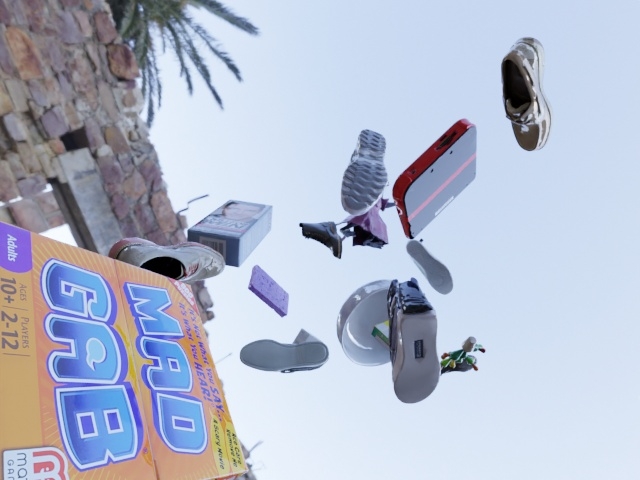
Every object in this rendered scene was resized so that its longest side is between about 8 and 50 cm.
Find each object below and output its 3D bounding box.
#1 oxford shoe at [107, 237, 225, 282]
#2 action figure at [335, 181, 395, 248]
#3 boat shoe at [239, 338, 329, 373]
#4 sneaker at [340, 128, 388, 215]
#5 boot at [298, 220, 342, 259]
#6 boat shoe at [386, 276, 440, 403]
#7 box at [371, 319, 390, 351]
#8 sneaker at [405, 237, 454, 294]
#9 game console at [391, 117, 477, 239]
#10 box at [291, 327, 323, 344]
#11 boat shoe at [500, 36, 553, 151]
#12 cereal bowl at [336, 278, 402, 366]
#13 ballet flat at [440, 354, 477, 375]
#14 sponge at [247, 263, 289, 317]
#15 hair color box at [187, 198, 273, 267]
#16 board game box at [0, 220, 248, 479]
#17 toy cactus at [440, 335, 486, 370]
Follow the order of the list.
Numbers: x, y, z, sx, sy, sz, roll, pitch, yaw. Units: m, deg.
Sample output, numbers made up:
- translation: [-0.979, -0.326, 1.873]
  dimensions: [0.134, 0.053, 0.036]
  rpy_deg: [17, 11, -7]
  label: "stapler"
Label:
- translation: [-0.383, 0.078, 1.140]
  dimensions: [0.130, 0.348, 0.123]
  rpy_deg: [28, -77, 34]
  label: "oxford shoe"
- translation: [0.204, -0.137, 1.775]
  dimensions: [0.275, 0.371, 0.248]
  rpy_deg: [-10, -38, 33]
  label: "action figure"
- translation: [-0.122, 0.403, 1.431]
  dimensions: [0.302, 0.115, 0.091]
  rpy_deg: [4, -33, -1]
  label: "boat shoe"
- translation: [0.108, -0.151, 1.039]
  dimensions: [0.105, 0.282, 0.115]
  rpy_deg: [20, -41, 0]
  label: "sneaker"
- translation: [0.000, 0.000, 1.562]
  dimensions: [0.198, 0.136, 0.077]
  rpy_deg: [-112, -153, -54]
  label: "boot"
- translation: [0.235, 0.256, 1.092]
  dimensions: [0.158, 0.127, 0.341]
  rpy_deg: [-97, -176, -59]
  label: "boat shoe"
- translation: [0.264, 0.300, 1.367]
  dimensions: [0.105, 0.179, 0.043]
  rpy_deg: [40, -52, 39]
  label: "box"
- translation: [0.433, 0.092, 1.668]
  dimensions: [0.094, 0.151, 0.256]
  rpy_deg: [-38, -89, 11]
  label: "sneaker"
- translation: [0.422, -0.215, 1.517]
  dimensions: [0.060, 0.386, 0.342]
  rpy_deg: [42, -9, 32]
  label: "game console"
- translation: [-0.060, 0.468, 1.889]
  dimensions: [0.087, 0.102, 0.101]
  rpy_deg: [37, -10, -23]
  label: "box"
- translation: [0.570, -0.386, 1.193]
  dimensions: [0.121, 0.110, 0.341]
  rpy_deg: [23, -29, 50]
  label: "boat shoe"
- translation: [0.204, 0.285, 1.540]
  dimensions: [0.141, 0.338, 0.339]
  rpy_deg: [-131, -150, -59]
  label: "cereal bowl"
- translation: [0.595, 0.570, 1.916]
  dimensions: [0.058, 0.249, 0.084]
  rpy_deg: [-150, -133, -77]
  label: "ballet flat"
- translation: [-0.197, 0.198, 1.631]
  dimensions: [0.031, 0.117, 0.210]
  rpy_deg: [-27, -55, 22]
  label: "sponge"
- translation: [-0.315, -0.038, 1.526]
  dimensions: [0.185, 0.374, 0.114]
  rpy_deg: [9, -68, 7]
  label: "hair color box"
- translation: [-0.396, 0.262, 0.614]
  dimensions: [0.356, 0.356, 0.357]
  rpy_deg: [-37, -123, 12]
  label: "board game box"
- translation: [0.586, 0.458, 1.700]
  dimensions: [0.181, 0.218, 0.112]
  rpy_deg: [97, -19, -46]
  label: "toy cactus"
